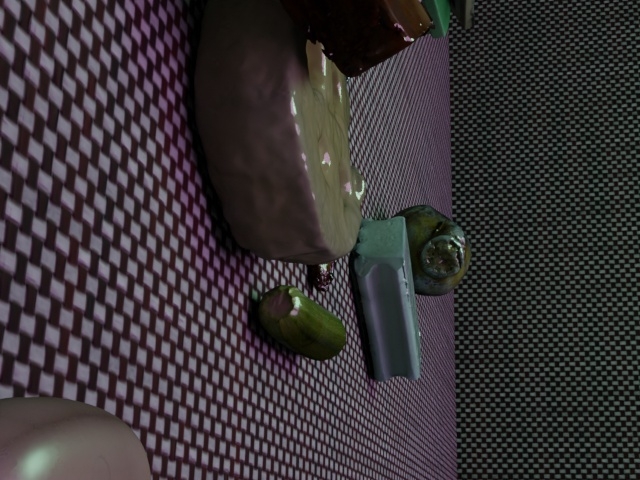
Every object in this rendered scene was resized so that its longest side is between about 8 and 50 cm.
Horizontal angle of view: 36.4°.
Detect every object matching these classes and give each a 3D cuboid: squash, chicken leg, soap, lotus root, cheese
[{"bbox_3d":[-0.019,0.099,1.131,0.229,0.066,0.066,48,41,-69],"label":"squash"},{"bbox_3d":[0.002,0.002,1.329,0.062,0.037,0.145,46,43,-51],"label":"chicken leg"},{"bbox_3d":[0.120,0.103,1.663,0.150,0.094,0.261,-73,156,-54],"label":"soap"},{"bbox_3d":[0.195,0.018,1.856,0.349,0.175,0.175,-51,137,-85],"label":"lotus root"},{"bbox_3d":[-0.032,-0.134,1.021,0.318,0.115,0.327,42,47,-71],"label":"cheese"}]

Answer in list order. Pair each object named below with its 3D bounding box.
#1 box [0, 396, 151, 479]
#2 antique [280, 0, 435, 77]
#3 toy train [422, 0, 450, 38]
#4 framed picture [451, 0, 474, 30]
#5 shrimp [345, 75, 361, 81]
[{"bbox_3d":[-0.152,0.154,0.503,0.200,0.088,0.146,28,61,-73],"label":"box"},{"bbox_3d":[-0.021,-0.288,0.859,0.310,0.087,0.093,56,33,-12],"label":"antique"},{"bbox_3d":[0.065,-0.362,1.307,0.301,0.202,0.120,49,35,-68],"label":"toy train"},{"bbox_3d":[0.155,-0.438,1.368,0.232,0.024,0.315,61,4,9],"label":"framed picture"},{"bbox_3d":[0.017,-0.232,1.338,0.174,0.082,0.076,-58,148,-56],"label":"shrimp"}]
